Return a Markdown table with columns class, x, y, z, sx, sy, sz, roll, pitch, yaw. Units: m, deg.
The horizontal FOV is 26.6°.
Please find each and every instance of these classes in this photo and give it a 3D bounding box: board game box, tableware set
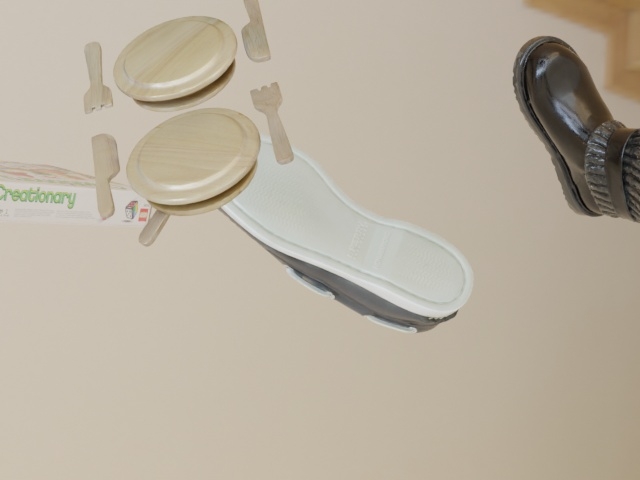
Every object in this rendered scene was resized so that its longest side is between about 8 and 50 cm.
| class | x | y | z | sx | sy | sz | roll | pitch | yaw |
| --- | --- | --- | --- | --- | --- | --- | --- | --- | --- |
| board game box | -0.376 | -0.062 | 1.689 | 0.193 | 0.053 | 0.305 | 15 | -173 | 28 |
| tableware set | -0.086 | -0.079 | 0.886 | 0.128 | 0.194 | 0.039 | -16 | 133 | 2 |

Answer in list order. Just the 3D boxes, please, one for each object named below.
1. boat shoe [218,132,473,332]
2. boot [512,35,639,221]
| class | x | y | z | sx | sy | sz | roll | pitch | yaw |
| --- | --- | --- | --- | --- | --- | --- | --- | --- | --- |
| boat shoe | 0.000 | 0.000 | 1.328 | 0.303 | 0.114 | 0.091 | 34 | 149 | 0 |
| boot | 0.468 | -0.179 | 2.202 | 0.131 | 0.348 | 0.260 | -33 | -164 | -14 |
